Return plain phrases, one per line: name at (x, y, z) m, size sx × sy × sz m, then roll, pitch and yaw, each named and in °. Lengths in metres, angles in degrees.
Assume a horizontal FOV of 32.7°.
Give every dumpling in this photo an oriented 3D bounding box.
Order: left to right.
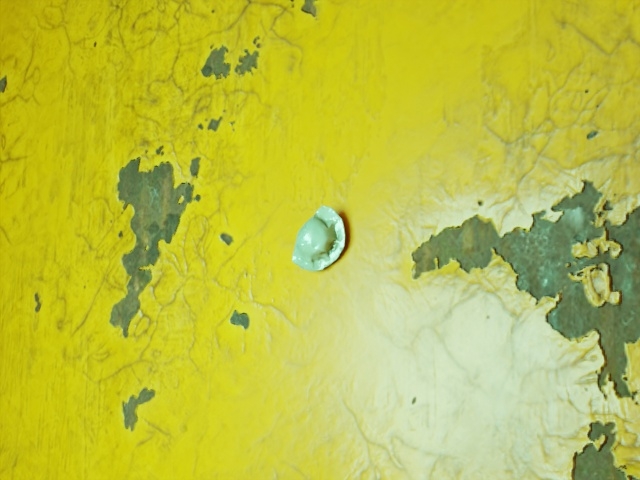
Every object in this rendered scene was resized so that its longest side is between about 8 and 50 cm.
dumpling at (0.000, 0.000, 1.406) m, size 0.076 × 0.057 × 0.052 m, roll -62°, pitch 11°, yaw -20°
